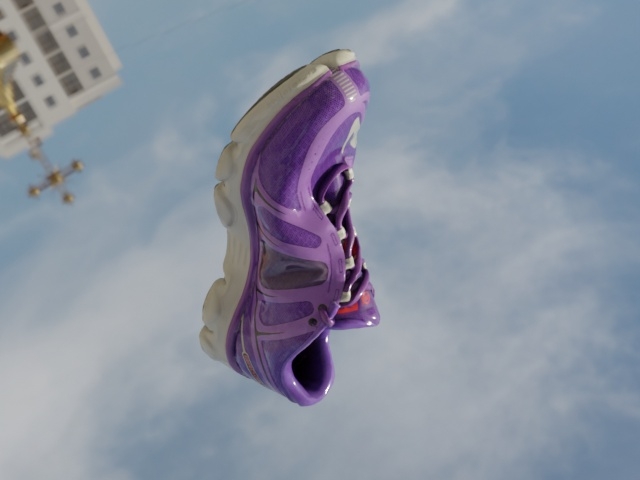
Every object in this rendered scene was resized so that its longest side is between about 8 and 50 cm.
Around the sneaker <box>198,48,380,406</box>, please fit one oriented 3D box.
[{"bbox_3d":[0.000,0.000,0.420,0.071,0.169,0.068,33,-135,25],"label":"sneaker"}]
